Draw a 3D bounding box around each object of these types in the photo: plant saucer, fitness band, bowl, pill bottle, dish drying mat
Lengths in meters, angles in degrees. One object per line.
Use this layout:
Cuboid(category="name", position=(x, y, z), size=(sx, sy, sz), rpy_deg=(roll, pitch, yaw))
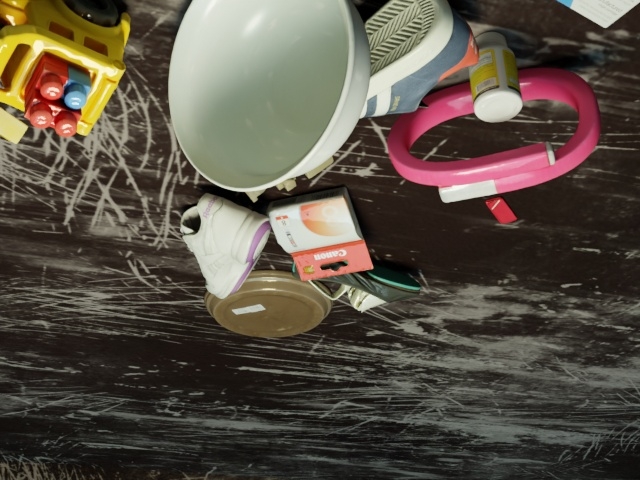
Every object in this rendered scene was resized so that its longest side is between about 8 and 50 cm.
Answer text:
Cuboid(category="plant saucer", position=(-0.110, 0.143, 1.884), size=(0.278, 0.041, 0.278), rpy_deg=(0, 150, 0))
Cuboid(category="fitness band", position=(0.236, -0.153, 1.224), size=(0.291, 0.209, 0.054), rpy_deg=(-11, 134, 16))
Cuboid(category="bowl", position=(-0.043, -0.203, 1.100), size=(0.298, 0.297, 0.134), rpy_deg=(-25, 163, 35))
Cuboid(category="pill bottle", position=(0.234, -0.223, 1.192), size=(0.065, 0.116, 0.065), rpy_deg=(0, 150, 0))
Cuboid(category="dish drying mat", position=(0.326, -0.053, 1.591), size=(0.032, 0.008, 0.083), rpy_deg=(-17, 146, 24))

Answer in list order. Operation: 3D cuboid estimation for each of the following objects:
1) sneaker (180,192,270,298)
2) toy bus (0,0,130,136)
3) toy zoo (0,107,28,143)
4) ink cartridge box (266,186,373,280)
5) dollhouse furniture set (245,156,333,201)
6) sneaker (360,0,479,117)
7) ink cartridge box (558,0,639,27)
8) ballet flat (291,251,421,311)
Cuboid(category="sneaker", position=(-0.182, 0.003, 1.608), size=(0.152, 0.114, 0.305), rpy_deg=(30, 151, 0))
Cuboid(category="toy bus", position=(-0.347, -0.219, 1.061), size=(0.220, 0.211, 0.149), rpy_deg=(21, 124, -30))
Cuboid(category="toy zoo", position=(-0.492, -0.205, 1.113), size=(0.293, 0.030, 0.192), rpy_deg=(27, 173, 42))
Cuboid(category="ink cartridge box", position=(0.000, 0.000, 1.568), size=(0.145, 0.045, 0.179), rpy_deg=(-11, 119, 17))
Cuboid(category="dollhouse furniture set", position=(-0.086, -0.157, 1.384), size=(0.151, 0.123, 0.144), rpy_deg=(-36, 150, -10))
Cuboid(category="sneaker", position=(0.059, -0.209, 1.210), size=(0.350, 0.131, 0.148), rpy_deg=(-19, 157, 37))
Cuboid(category="ink cartridge box", position=(0.348, -0.353, 1.011), size=(0.140, 0.082, 0.191), rpy_deg=(18, 146, -29))
Cuboid(category="ballet flat", position=(0.062, 0.077, 1.715), size=(0.280, 0.095, 0.096), rpy_deg=(23, 105, -25))
